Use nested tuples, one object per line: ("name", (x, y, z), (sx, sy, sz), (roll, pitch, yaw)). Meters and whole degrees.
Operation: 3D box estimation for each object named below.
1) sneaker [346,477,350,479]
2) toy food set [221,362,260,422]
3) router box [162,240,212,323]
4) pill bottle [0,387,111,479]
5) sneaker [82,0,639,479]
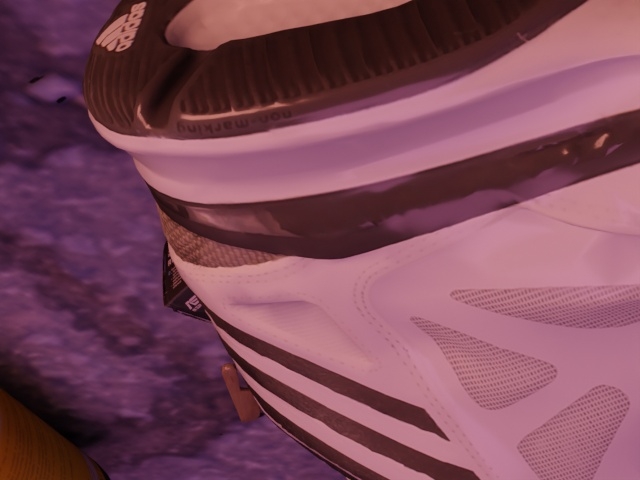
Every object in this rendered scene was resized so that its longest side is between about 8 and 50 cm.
("sneaker", (0.137, 0.052, 0.798), (0.293, 0.102, 0.146), (-14, 170, -7))
("toy food set", (0.013, 0.056, 0.851), (0.122, 0.019, 0.078), (-14, 145, 1))
("router box", (0.000, 0.000, 0.750), (0.092, 0.038, 0.122), (20, 139, -29))
("pill bottle", (-0.185, 0.119, 0.846), (0.103, 0.103, 0.184), (-17, 143, 18))
("sneaker", (0.164, -0.009, 0.599), (0.448, 0.169, 0.257), (-6, 131, 19))
